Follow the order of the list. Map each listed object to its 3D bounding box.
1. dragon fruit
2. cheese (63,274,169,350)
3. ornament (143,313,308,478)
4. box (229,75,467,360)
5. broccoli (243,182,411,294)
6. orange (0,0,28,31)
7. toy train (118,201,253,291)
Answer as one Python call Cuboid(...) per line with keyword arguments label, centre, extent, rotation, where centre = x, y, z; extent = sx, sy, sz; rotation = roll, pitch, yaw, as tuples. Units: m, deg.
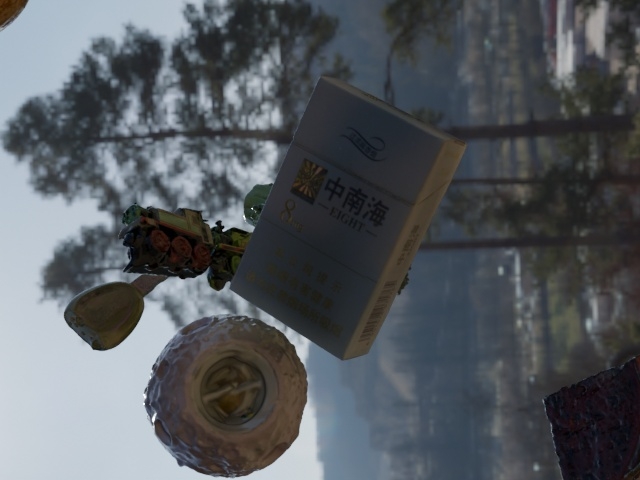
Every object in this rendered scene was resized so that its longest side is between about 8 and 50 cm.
Cuboid(label="dragon fruit", centre=(0.306, 0.174, 1.026), extent=(0.121, 0.161, 0.127), rotation=(-28, 73, 45))
Cuboid(label="cheese", centre=(-0.286, 0.084, 1.589), extent=(0.192, 0.097, 0.037), rotation=(-42, -12, -43))
Cuboid(label="ornament", centre=(-0.146, 0.245, 1.686), extent=(0.225, 0.260, 0.259), rotation=(131, 139, -74))
Cuboid(label="box", centre=(0.024, -0.023, 1.072), extent=(0.067, 0.155, 0.242), rotation=(-6, -58, -63))
Cuboid(label="broccoli", centre=(0.006, 0.012, 1.571), extent=(0.235, 0.260, 0.288), rotation=(-78, -6, -54))
Cuboid(label="orange", centre=(-0.424, -0.317, 1.185), extent=(0.193, 0.219, 0.219), rotation=(30, 127, 57))
Cuboid(label="toy train", centre=(-0.117, 0.013, 1.169), extent=(0.250, 0.053, 0.085), rotation=(15, -128, -47))
